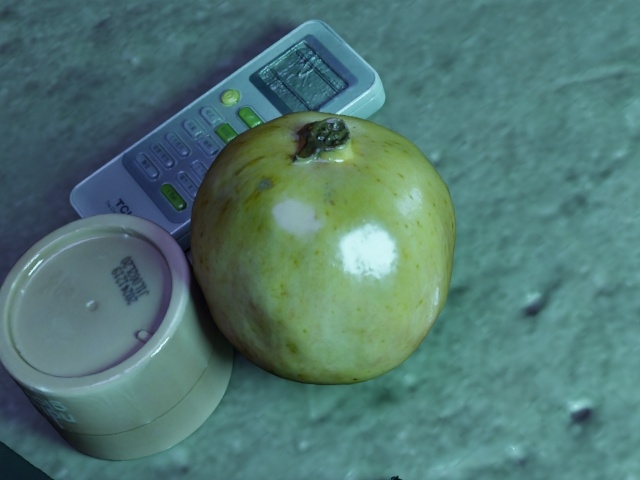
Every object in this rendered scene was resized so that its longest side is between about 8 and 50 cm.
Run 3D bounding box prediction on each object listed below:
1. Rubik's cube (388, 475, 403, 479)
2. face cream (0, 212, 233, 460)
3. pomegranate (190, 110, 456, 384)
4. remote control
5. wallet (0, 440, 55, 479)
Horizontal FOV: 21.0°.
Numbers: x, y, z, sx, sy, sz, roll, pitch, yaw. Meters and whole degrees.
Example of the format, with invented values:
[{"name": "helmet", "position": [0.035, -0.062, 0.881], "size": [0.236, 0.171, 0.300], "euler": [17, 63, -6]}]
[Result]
[{"name": "Rubik's cube", "position": [0.000, 0.280, 1.075], "size": [0.190, 0.211, 0.178], "euler": [-45, 71, 25]}, {"name": "face cream", "position": [-0.146, 0.069, 1.229], "size": [0.149, 0.104, 0.149], "euler": [-9, 54, 13]}, {"name": "pomegranate", "position": [-0.001, 0.004, 1.177], "size": [0.191, 0.191, 0.191], "euler": [-9, 54, 13]}, {"name": "remote control", "position": [-0.072, -0.073, 1.347], "size": [0.250, 0.034, 0.103], "euler": [-35, 53, -8]}, {"name": "wallet", "position": [-0.277, 0.287, 1.157], "size": [0.247, 0.041, 0.323], "euler": [31, 64, 28]}]
